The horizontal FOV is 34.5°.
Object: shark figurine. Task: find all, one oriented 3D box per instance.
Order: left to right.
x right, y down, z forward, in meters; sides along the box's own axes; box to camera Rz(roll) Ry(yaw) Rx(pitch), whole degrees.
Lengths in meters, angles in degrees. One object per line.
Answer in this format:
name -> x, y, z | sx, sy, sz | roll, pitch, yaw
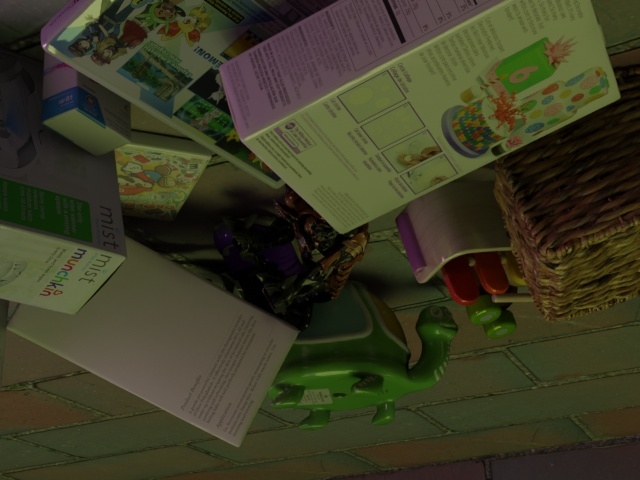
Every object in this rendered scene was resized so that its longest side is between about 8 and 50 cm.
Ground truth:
shark figurine -> -0.267, 0.084, 1.651 | 0.278, 0.166, 0.116 | -15, 145, -18

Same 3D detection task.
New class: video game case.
video game case -> -0.284, -0.091, 1.397 | 0.227, 0.026, 0.206 | 7, 154, -21
video game case -> -0.049, -0.208, 1.012 | 0.300, 0.036, 0.329 | -36, 137, 24

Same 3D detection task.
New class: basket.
basket -> 0.373, -0.064, 1.281 | 0.299, 0.213, 0.223 | -22, 150, 3

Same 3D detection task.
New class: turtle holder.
turtle holder -> 0.055, 0.185, 1.795 | 0.320, 0.227, 0.243 | -20, 149, 31

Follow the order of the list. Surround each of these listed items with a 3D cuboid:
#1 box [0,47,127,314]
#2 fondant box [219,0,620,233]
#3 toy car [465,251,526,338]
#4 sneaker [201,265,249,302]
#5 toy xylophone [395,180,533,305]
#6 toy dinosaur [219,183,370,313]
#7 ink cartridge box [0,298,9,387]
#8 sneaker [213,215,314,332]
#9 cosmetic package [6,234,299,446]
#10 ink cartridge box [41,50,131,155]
box -> -0.349, -0.074, 1.120 | 0.231, 0.262, 0.127 | 17, 134, -36
fondant box -> 0.105, -0.153, 1.001 | 0.330, 0.096, 0.238 | -25, 151, 14
toy car -> 0.310, 0.038, 1.614 | 0.188, 0.155, 0.149 | -26, 149, 17
sneaker -> -0.150, 0.120, 1.788 | 0.153, 0.094, 0.235 | 5, 146, 4
toy xylophone -> 0.272, 0.007, 1.437 | 0.322, 0.236, 0.081 | 4, 143, -17
toy dinosaur -> 0.000, 0.000, 1.465 | 0.218, 0.164, 0.322 | -29, 127, -9
ink cartridge box -> -0.591, 0.027, 1.311 | 0.166, 0.285, 0.395 | -14, 153, 24
sneaker -> -0.076, 0.068, 1.620 | 0.102, 0.146, 0.293 | -12, 154, 18
cosmetic package -> -0.240, 0.128, 1.488 | 0.365, 0.197, 0.155 | 30, 169, -7
ink cartridge box -> -0.252, -0.168, 1.119 | 0.052, 0.122, 0.088 | -19, 151, 24
